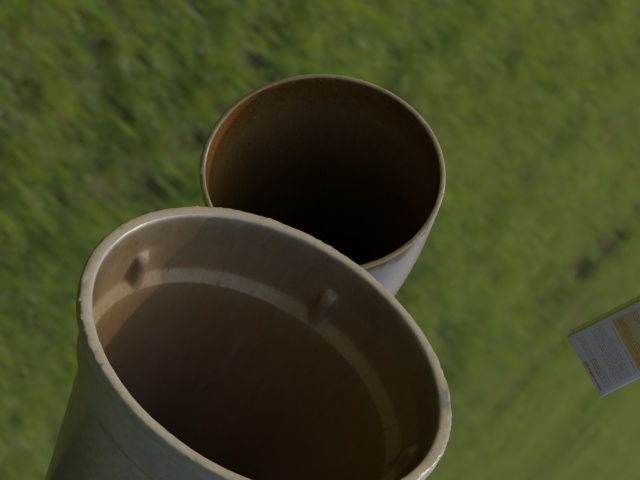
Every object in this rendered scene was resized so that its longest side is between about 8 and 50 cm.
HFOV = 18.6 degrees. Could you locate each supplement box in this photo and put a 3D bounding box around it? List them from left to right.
[{"bbox_3d":[0.274,0.086,1.709,0.098,0.062,0.036,-28,-178,13],"label":"supplement box"}]

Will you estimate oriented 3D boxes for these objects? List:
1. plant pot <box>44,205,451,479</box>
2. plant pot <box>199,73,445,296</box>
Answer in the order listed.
[{"bbox_3d":[-0.103,0.194,1.698,0.334,0.334,0.305,-32,157,-52],"label":"plant pot"},{"bbox_3d":[0.000,0.000,1.985,0.237,0.237,0.254,-43,157,-24],"label":"plant pot"}]
